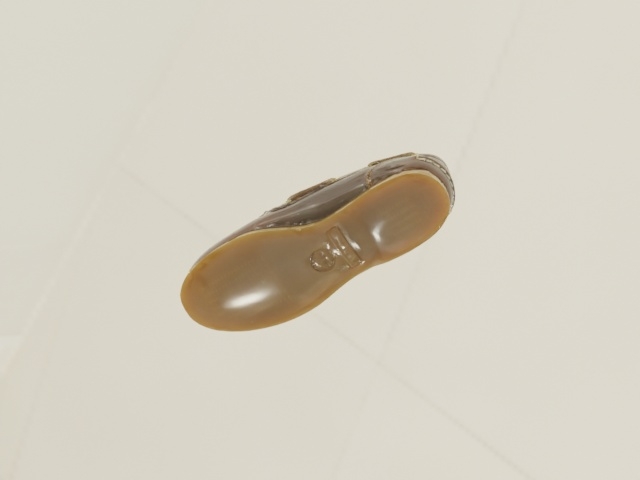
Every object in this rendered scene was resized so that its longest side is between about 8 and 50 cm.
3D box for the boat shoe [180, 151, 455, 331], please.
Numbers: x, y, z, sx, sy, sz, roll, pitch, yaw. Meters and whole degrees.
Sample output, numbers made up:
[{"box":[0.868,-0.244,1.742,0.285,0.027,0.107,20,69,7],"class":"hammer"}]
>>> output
[{"box":[0.000,0.000,1.092,0.207,0.073,0.073,-22,109,12],"class":"boat shoe"}]
